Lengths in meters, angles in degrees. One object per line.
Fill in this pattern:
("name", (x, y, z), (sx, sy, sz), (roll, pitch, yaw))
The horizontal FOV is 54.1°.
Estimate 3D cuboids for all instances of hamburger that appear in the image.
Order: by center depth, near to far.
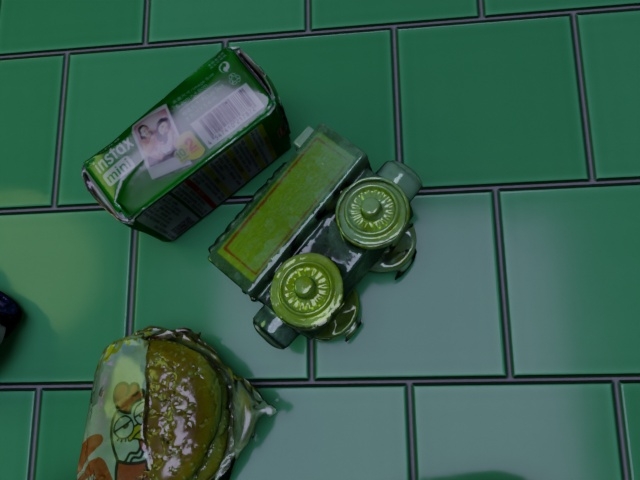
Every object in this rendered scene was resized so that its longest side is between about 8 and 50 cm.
("hamburger", (-0.174, 0.212, 0.754), (0.235, 0.125, 0.214), (5, 80, 19))

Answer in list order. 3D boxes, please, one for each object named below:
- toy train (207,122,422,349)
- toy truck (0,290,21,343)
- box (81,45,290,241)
("toy train", (0.000, 0.000, 0.771), (0.188, 0.159, 0.272), (39, 85, 20))
("toy truck", (-0.522, 0.097, 0.802), (0.213, 0.177, 0.161), (39, 83, 14))
("box", (-0.161, -0.112, 0.803), (0.250, 0.180, 0.103), (-38, 80, -4))
